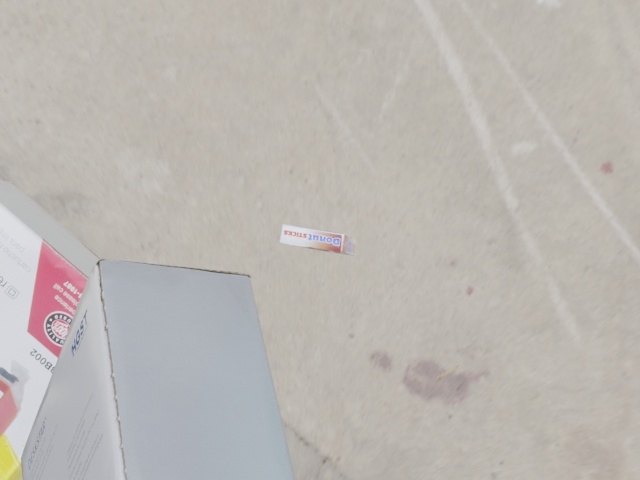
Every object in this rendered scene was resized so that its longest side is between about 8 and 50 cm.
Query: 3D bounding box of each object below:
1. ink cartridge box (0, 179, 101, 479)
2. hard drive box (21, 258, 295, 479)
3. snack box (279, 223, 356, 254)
[{"bbox_3d":[-0.416,0.155,1.574,0.279,0.160,0.385,40,94,7],"label":"ink cartridge box"},{"bbox_3d":[-0.084,0.155,0.667,0.089,0.181,0.232,6,45,-24],"label":"hard drive box"},{"bbox_3d":[0.000,0.000,1.394,0.064,0.178,0.022,10,89,6],"label":"snack box"}]
